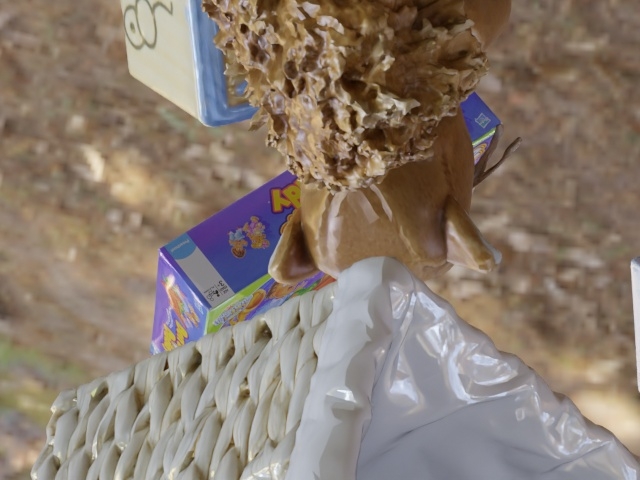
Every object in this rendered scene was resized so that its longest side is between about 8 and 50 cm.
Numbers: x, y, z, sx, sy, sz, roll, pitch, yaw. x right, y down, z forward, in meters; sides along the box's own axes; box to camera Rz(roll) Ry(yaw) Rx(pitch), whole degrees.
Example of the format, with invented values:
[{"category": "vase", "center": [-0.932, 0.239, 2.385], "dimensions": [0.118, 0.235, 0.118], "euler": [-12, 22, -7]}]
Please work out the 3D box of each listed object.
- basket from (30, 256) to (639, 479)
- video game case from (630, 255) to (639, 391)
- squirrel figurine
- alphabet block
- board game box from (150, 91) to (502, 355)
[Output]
[{"category": "basket", "center": [0.015, 0.246, 0.885], "dimensions": [0.266, 0.328, 0.331], "euler": [-20, 133, 40]}, {"category": "video game case", "center": [0.311, 0.104, 1.382], "dimensions": [0.019, 0.157, 0.143], "euler": [-24, 125, -19]}, {"category": "squirrel figurine", "center": [0.018, -0.139, 1.253], "dimensions": [0.281, 0.370, 0.397], "euler": [0, -173, 16]}, {"category": "alphabet block", "center": [-0.076, -0.240, 1.650], "dimensions": [0.193, 0.192, 0.197], "euler": [-14, -154, -24]}, {"category": "board game box", "center": [0.000, 0.000, 1.641], "dimensions": [0.347, 0.078, 0.233], "euler": [-33, 162, -21]}]
